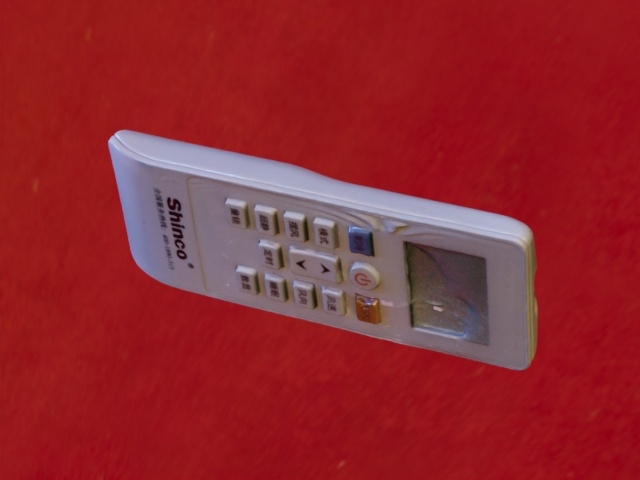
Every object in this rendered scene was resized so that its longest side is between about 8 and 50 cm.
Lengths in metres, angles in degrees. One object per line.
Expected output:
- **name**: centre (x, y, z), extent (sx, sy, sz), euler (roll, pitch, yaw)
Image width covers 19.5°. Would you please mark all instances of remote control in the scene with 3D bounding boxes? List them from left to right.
- **remote control**: centre (0.000, 0.000, 0.650), extent (0.162, 0.061, 0.029), euler (13, 46, 21)
